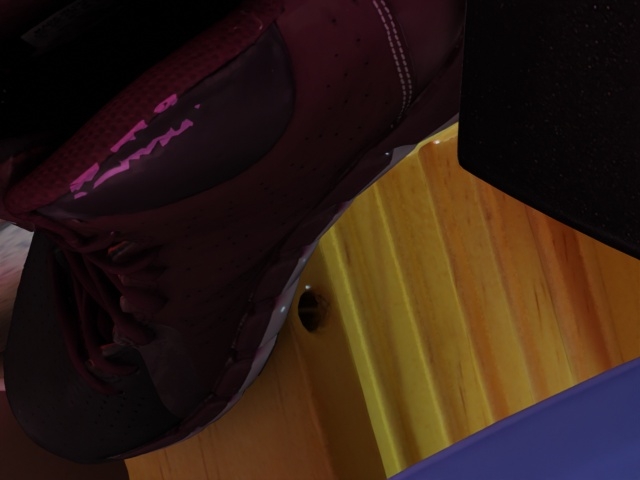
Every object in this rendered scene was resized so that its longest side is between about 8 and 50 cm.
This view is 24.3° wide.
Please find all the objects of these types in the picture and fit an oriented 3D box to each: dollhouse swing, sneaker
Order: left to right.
[{"bbox_3d":[-0.070,-0.014,0.430,0.162,0.106,0.281,-15,152,-47],"label":"sneaker"},{"bbox_3d":[0.133,0.000,0.613,0.305,0.315,0.347,-11,-173,42],"label":"dollhouse swing"}]

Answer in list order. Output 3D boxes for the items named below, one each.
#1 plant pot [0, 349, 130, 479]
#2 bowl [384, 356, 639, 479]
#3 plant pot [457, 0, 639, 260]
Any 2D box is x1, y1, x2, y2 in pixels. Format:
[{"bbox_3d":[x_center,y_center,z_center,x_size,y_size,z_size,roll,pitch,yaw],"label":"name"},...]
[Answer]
[{"bbox_3d":[-0.074,0.129,0.830,0.256,0.256,0.274,-36,-173,29],"label":"plant pot"},{"bbox_3d":[0.068,0.148,0.498,0.391,0.077,0.391,-24,156,-11],"label":"bowl"},{"bbox_3d":[0.157,-0.076,0.334,0.187,0.167,0.188,-27,141,-24],"label":"plant pot"}]
